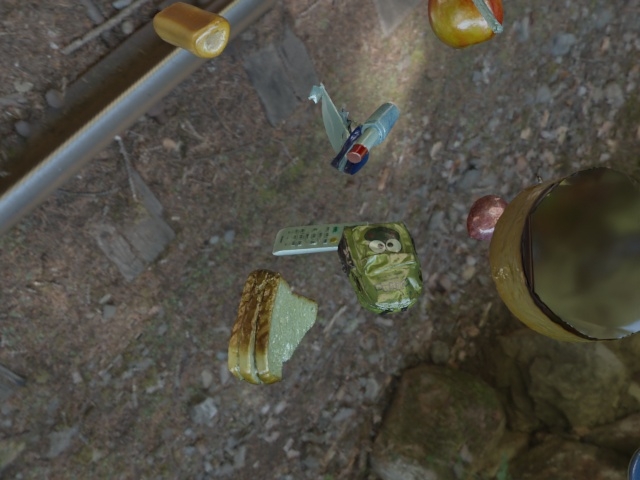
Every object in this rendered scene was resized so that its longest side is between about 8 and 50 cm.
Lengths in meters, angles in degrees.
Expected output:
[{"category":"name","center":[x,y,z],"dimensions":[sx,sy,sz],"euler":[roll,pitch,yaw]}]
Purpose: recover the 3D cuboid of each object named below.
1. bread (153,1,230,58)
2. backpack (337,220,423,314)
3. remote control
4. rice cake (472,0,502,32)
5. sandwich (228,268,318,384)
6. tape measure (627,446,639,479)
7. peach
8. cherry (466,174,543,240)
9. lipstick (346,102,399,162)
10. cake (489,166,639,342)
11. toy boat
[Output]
[{"category":"bread","center":[-0.256,-0.418,1.381],"dimensions":[0.093,0.239,0.073],"euler":[-35,129,-14]},{"category":"backpack","center":[0.160,0.074,1.799],"dimensions":[0.207,0.253,0.140],"euler":[-8,152,-15]},{"category":"remote control","center":[0.000,-0.001,2.087],"dimensions":[0.103,0.294,0.051],"euler":[-78,155,-43]},{"category":"rice cake","center":[0.371,-0.515,1.553],"dimensions":[0.022,0.121,0.021],"euler":[-14,159,-39]},{"category":"sandwich","center":[-0.108,0.221,1.642],"dimensions":[0.288,0.100,0.254],"euler":[41,53,-64]},{"category":"tape measure","center":[0.785,0.484,1.583],"dimensions":[0.215,0.351,0.098],"euler":[-30,157,8]},{"category":"peach","center":[0.357,-0.582,1.722],"dimensions":[0.197,0.197,0.197],"euler":[-23,124,-38]},{"category":"cherry","center":[0.430,-0.082,1.620],"dimensions":[0.225,0.107,0.090],"euler":[-41,156,-13]},{"category":"lipstick","center":[0.131,-0.270,1.755],"dimensions":[0.274,0.061,0.068],"euler":[-54,137,-48]},{"category":"cake","center":[0.281,0.018,0.799],"dimensions":[0.208,0.178,0.185],"euler":[30,80,-13]},{"category":"toy boat","center":[0.060,-0.336,2.049],"dimensions":[0.071,0.210,0.291],"euler":[-21,97,-30]}]
